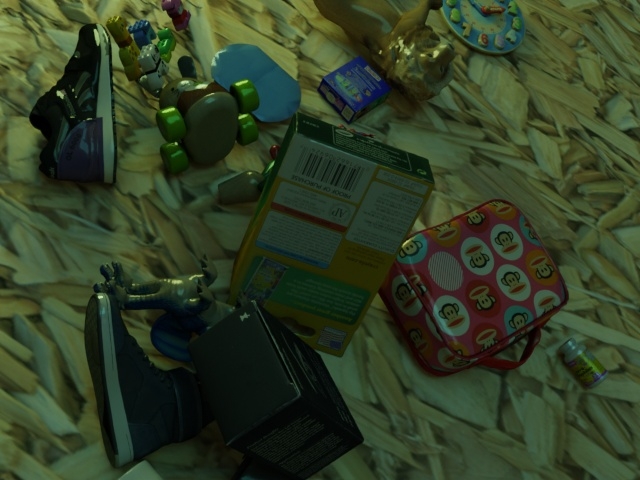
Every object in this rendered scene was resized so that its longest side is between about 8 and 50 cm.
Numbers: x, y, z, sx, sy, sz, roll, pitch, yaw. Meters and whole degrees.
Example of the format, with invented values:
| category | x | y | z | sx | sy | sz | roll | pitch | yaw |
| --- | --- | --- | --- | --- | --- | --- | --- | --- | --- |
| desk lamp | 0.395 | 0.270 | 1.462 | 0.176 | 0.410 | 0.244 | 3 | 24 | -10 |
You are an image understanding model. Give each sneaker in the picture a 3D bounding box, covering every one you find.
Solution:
| category | x | y | z | sx | sy | sz | roll | pitch | yaw |
| --- | --- | --- | --- | --- | --- | --- | --- | --- | --- |
| sneaker | -0.209 | 0.161 | 1.031 | 0.163 | 0.086 | 0.226 | -13 | 105 | -26 |
| sneaker | -0.378 | -0.219 | 1.218 | 0.124 | 0.107 | 0.283 | -2 | 62 | -17 |

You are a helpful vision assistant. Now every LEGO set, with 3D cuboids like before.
| category | x | y | z | sx | sy | sz | roll | pitch | yaw |
| --- | --- | --- | --- | --- | --- | --- | --- | --- | --- |
| LEGO set | -0.288 | -0.336 | 1.292 | 0.087 | 0.093 | 0.227 | -13 | 41 | 17 |

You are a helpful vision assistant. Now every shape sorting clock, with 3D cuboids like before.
| category | x | y | z | sx | sy | sz | roll | pitch | yaw |
| --- | --- | --- | --- | --- | --- | --- | --- | --- | --- |
| shape sorting clock | 0.348 | -0.484 | 1.707 | 0.206 | 0.040 | 0.206 | 10 | 58 | -17 |

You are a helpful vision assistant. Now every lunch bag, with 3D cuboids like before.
| category | x | y | z | sx | sy | sz | roll | pitch | yaw |
| --- | --- | --- | --- | --- | --- | --- | --- | --- | --- |
| lunch bag | 0.256 | 0.086 | 1.289 | 0.293 | 0.120 | 0.258 | -20 | 71 | -31 |

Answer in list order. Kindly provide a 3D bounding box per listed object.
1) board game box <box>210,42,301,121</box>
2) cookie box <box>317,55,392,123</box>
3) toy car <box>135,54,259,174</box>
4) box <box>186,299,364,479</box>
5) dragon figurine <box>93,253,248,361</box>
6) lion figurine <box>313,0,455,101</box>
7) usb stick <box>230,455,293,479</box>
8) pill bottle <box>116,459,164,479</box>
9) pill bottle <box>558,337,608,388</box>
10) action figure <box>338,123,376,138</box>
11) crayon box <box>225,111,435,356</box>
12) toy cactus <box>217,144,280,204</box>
| category | x | y | z | sx | sy | sz | roll | pitch | yaw |
| --- | --- | --- | --- | --- | --- | --- | --- | --- | --- |
| board game box | -0.115 | -0.268 | 1.397 | 0.169 | 0.033 | 0.133 | 41 | 49 | -2 |
| cookie box | 0.063 | -0.277 | 1.468 | 0.092 | 0.040 | 0.107 | 48 | 56 | 8 |
| toy car | -0.210 | -0.225 | 1.275 | 0.155 | 0.149 | 0.188 | -26 | 62 | -21 |
| box | -0.054 | 0.195 | 1.015 | 0.108 | 0.207 | 0.153 | -35 | 51 | 6 |
| dragon figurine | -0.179 | 0.109 | 1.101 | 0.289 | 0.144 | 0.085 | 47 | 29 | -39 |
| lion figurine | 0.096 | -0.425 | 1.518 | 0.392 | 0.142 | 0.240 | 32 | 52 | 5 |
| usb stick | 0.001 | 0.380 | 1.058 | 0.278 | 0.045 | 0.077 | 37 | 54 | 1 |
| pill bottle | -0.175 | 0.377 | 0.940 | 0.221 | 0.121 | 0.121 | 47 | 55 | 8 |
| pill bottle | 0.439 | 0.204 | 1.342 | 0.043 | 0.043 | 0.083 | -33 | 77 | -34 |
| action figure | 0.080 | -0.172 | 1.423 | 0.115 | 0.030 | 0.038 | 32 | 60 | 0 |
| crayon box | 0.000 | 0.000 | 1.150 | 0.203 | 0.323 | 0.083 | 19 | 29 | -12 |
| toy cactus | -0.073 | -0.103 | 1.254 | 0.181 | 0.112 | 0.219 | -16 | 30 | 2 |
